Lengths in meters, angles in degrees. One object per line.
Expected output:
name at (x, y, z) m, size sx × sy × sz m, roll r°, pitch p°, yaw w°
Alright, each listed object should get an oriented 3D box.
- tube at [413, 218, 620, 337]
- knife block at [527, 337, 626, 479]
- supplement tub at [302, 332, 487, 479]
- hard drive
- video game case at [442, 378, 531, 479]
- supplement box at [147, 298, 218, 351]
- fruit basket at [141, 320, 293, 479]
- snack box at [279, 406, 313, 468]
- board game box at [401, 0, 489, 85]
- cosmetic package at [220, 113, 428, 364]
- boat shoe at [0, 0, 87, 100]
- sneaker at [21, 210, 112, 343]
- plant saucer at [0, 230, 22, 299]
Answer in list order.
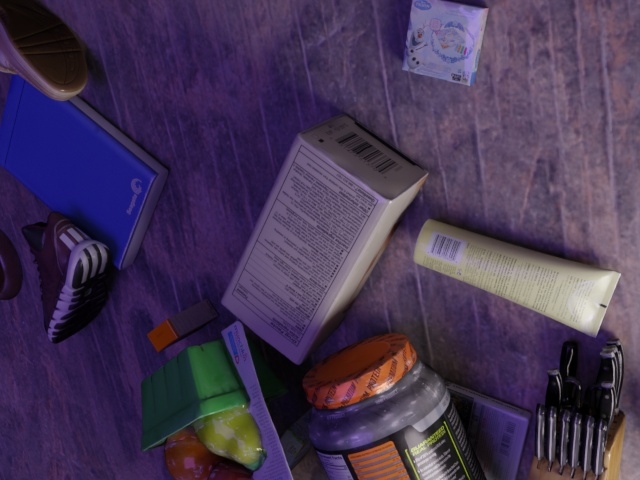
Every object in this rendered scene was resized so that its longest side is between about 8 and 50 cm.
tube at (0.235, 0.040, 0.984) m, size 0.240 × 0.062 × 0.070 m, roll 20°, pitch 160°, yaw 20°
knife block at (0.332, 0.257, 1.005) m, size 0.088 × 0.242 × 0.275 m, roll 11°, pitch 160°, yaw 30°
supplement tub at (0.107, 0.295, 1.053) m, size 0.194 × 0.193 × 0.316 m, roll -18°, pitch 99°, yaw 36°
hard drive at (-0.408, -0.126, 1.330) m, size 0.319 × 0.040 × 0.210 m, roll 39°, pitch 125°, yaw 13°
video game case at (0.197, 0.292, 1.131) m, size 0.173 × 0.022 × 0.190 m, roll 18°, pitch 119°, yaw 25°
supplement box at (-0.221, 0.136, 1.283) m, size 0.062 × 0.098 × 0.036 m, roll -36°, pitch 84°, yaw 38°
fruit basket at (-0.129, 0.330, 1.186) m, size 0.327 × 0.165 × 0.353 m, roll -39°, pitch 73°, yaw 48°
snack box at (-0.041, 0.321, 1.244) m, size 0.037 × 0.100 × 0.141 m, roll 40°, pitch 125°, yaw 13°
board game box at (0.146, -0.238, 0.943) m, size 0.090 × 0.020 × 0.090 m, roll 20°, pitch 120°, yaw 25°
cosmetic package at (0.000, 0.000, 1.068) m, size 0.153 × 0.129 × 0.296 m, roll 38°, pitch 124°, yaw 13°
boat shoe at (-0.476, -0.315, 1.259) m, size 0.302 × 0.109 × 0.098 m, roll 46°, pitch 132°, yaw 15°
sneaker at (-0.455, 0.050, 1.387) m, size 0.162 × 0.106 × 0.281 m, roll 46°, pitch 134°, yaw 13°
plant saucer at (-0.655, 0.044, 1.567) m, size 0.169 × 0.029 × 0.168 m, roll 12°, pitch 115°, yaw 27°
